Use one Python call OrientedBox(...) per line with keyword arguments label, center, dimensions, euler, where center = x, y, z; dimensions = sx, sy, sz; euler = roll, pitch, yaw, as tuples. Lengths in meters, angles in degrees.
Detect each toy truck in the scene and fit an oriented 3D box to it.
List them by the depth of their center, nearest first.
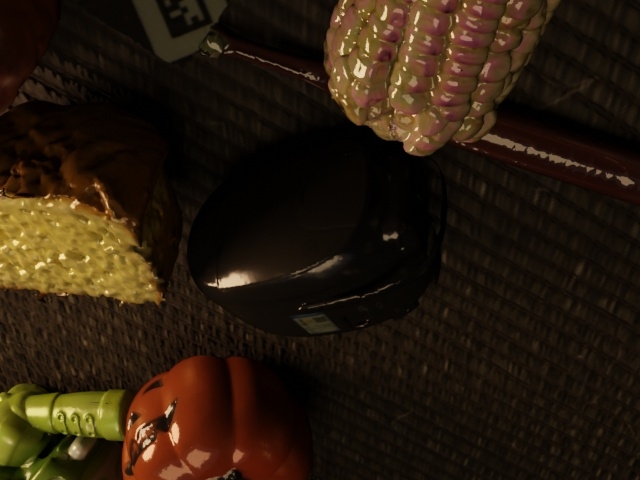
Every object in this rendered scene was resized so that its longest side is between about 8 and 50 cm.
OrientedBox(label="toy truck", center=(-0.301, 0.236, 1.076), dimensions=(0.187, 0.148, 0.210), euler=(15, 116, 7))

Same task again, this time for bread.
OrientedBox(label="bread", center=(-0.204, -0.032, 0.767), dimensions=(0.229, 0.139, 0.143), euler=(5, 134, 23))

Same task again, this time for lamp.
OrientedBox(label="lamp", center=(-0.101, 0.199, 0.956), dimensions=(0.188, 0.164, 0.187), euler=(-5, 122, -8))

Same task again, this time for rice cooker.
OrientedBox(label="rice cooker", center=(0.001, 0.000, 0.735), dimensions=(0.203, 0.142, 0.118), euler=(-8, 143, 25))

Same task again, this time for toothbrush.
OrientedBox(label="toothbrush", center=(0.074, -0.094, 0.690), dimensions=(0.364, 0.041, 0.041), euler=(18, 136, -1))

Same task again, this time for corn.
OrientedBox(label="corn", center=(0.099, -0.190, 0.536), dimensions=(0.127, 0.126, 0.335), euler=(22, 133, -5))

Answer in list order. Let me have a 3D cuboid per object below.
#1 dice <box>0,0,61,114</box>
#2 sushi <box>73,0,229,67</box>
OrientedBox(label="dice", center=(-0.294, -0.147, 0.657), dimensions=(0.175, 0.179, 0.174), euler=(-28, 120, 32))
OrientedBox(label="sushi", center=(-0.118, -0.241, 0.525), dimensions=(0.231, 0.219, 0.047), euler=(32, 173, -15))
